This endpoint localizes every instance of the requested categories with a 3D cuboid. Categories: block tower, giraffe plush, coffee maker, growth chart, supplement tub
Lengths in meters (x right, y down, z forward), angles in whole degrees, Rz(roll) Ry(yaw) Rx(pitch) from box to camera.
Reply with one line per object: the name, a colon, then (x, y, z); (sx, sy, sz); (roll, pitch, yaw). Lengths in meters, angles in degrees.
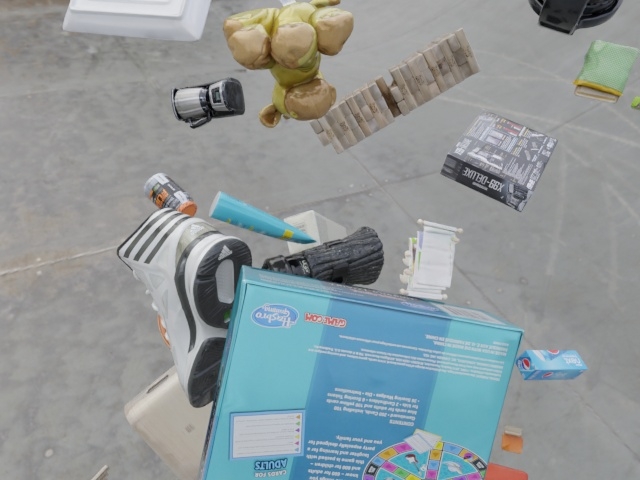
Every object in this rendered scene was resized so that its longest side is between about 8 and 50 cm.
block tower: (0.145, -0.299, 0.971); (0.336, 0.091, 0.097); (-28, 20, 15)
giraffe plush: (-0.038, -0.250, 0.703); (0.182, 0.170, 0.210); (-4, 39, 5)
coffee maker: (-0.316, -0.413, 1.386); (0.178, 0.120, 0.171); (-4, 33, 17)
growth chart: (0.314, 0.055, 1.356); (0.172, 0.021, 0.237); (17, 79, -14)
supplement tub: (-0.560, -0.157, 1.779); (0.190, 0.117, 0.117); (39, 50, 17)

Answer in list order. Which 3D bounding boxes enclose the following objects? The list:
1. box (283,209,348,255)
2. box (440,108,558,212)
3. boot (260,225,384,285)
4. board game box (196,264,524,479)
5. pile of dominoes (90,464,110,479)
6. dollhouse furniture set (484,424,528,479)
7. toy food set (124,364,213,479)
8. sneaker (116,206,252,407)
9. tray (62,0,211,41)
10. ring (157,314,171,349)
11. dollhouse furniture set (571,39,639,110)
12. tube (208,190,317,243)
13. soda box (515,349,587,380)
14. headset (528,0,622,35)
box: (0.000, 0.000, 1.379); (0.094, 0.275, 0.113); (-16, 74, 19)
box: (0.514, -0.240, 1.355); (0.243, 0.076, 0.307); (28, 49, 16)
boot: (-0.013, 0.089, 1.129); (0.260, 0.348, 0.131); (-19, 81, -21)
board game box: (0.017, 0.212, 0.442); (0.254, 0.335, 0.079); (12, 4, -12)
pile of dominoes: (-0.574, 0.613, 1.065); (0.040, 0.251, 0.196); (37, 40, 12)
dollhouse furniture set: (0.386, 0.598, 1.210); (0.259, 0.135, 0.261); (4, 78, 25)
toy food set: (-0.366, 0.510, 1.338); (0.220, 0.306, 0.092); (-38, 10, -10)
sneaker: (-0.269, 0.123, 0.962); (0.258, 0.447, 0.169); (32, 41, 28)
tray: (-0.307, -0.410, 0.787); (0.271, 0.030, 0.145); (11, 81, 15)
ring: (-0.255, 0.188, 1.258); (0.337, 0.032, 0.336); (7, 43, -7)
dollhouse furniture set: (0.411, -0.210, 0.607); (0.152, 0.076, 0.059); (22, 15, 21)
tube: (-0.111, -0.033, 0.925); (0.207, 0.052, 0.080); (22, -7, -21)
soda box: (0.723, 0.391, 1.489); (0.210, 0.067, 0.071); (6, 44, -21)
headset: (0.363, -0.434, 0.654); (0.185, 0.243, 0.394); (27, 39, 16)
